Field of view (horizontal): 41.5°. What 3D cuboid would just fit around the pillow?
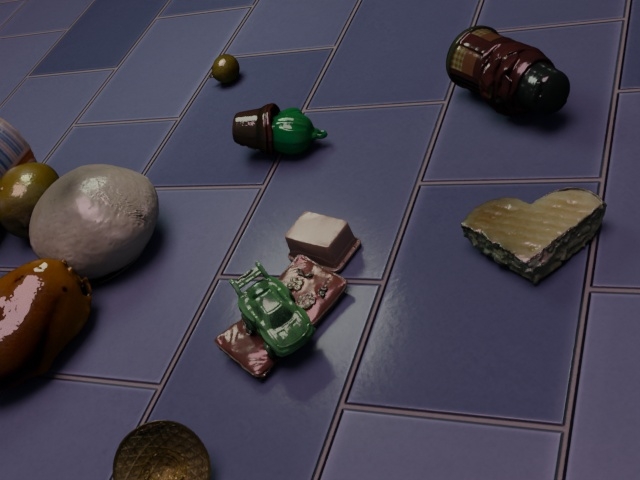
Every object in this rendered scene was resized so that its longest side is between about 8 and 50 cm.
[{"bbox_3d":[-0.064,0.127,1.424,0.126,0.043,0.232,26,60,38],"label":"pillow"}]

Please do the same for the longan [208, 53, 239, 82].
[{"bbox_3d":[-0.239,-0.419,2.072,0.083,0.075,0.075,-22,39,18],"label":"longan"}]

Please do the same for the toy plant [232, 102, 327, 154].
[{"bbox_3d":[-0.082,-0.235,1.784,0.200,0.105,0.143,5,31,5],"label":"toy plant"}]

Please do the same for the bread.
[{"bbox_3d":[0.347,-0.007,1.360,0.232,0.064,0.172,-10,43,18],"label":"bread"}]

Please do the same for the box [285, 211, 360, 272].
[{"bbox_3d":[0.000,0.000,1.515,0.122,0.062,0.089,15,54,35],"label":"box"}]

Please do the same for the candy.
[{"bbox_3d":[-0.458,-0.051,1.692,0.295,0.185,0.295,-14,46,15],"label":"candy"}]

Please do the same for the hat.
[{"bbox_3d":[-0.232,0.341,1.265,0.146,0.067,0.146,0,82,0],"label":"hat"}]

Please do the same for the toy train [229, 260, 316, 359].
[{"bbox_3d":[-0.078,0.114,1.360,0.099,0.081,0.149,-33,50,-12],"label":"toy train"}]

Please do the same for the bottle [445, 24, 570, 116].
[{"bbox_3d":[0.369,-0.314,1.628,0.156,0.143,0.271,3,25,-32],"label":"bottle"}]

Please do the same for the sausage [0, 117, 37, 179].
[{"bbox_3d":[-0.804,-0.123,1.891,0.233,0.233,0.287,-2,44,23],"label":"sausage"}]

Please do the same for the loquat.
[{"bbox_3d":[-0.631,-0.094,1.839,0.152,0.152,0.195,-17,41,8],"label":"loquat"}]

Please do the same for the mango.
[{"bbox_3d":[-0.547,0.155,1.537,0.201,0.153,0.287,33,72,13],"label":"mango"}]
